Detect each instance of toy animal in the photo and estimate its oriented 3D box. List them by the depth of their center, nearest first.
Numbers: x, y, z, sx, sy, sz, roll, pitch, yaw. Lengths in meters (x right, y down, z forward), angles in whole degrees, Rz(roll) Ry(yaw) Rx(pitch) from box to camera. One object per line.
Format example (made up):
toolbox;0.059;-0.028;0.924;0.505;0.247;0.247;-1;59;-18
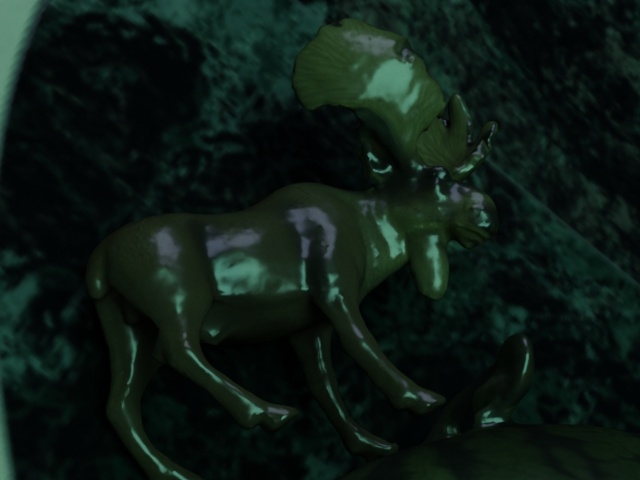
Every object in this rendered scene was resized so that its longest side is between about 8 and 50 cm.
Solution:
toy animal;0.000;0.000;0.759;0.214;0.094;0.186;-6;63;-24

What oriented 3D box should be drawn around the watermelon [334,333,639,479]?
watermelon;0.076;0.217;0.589;0.278;0.279;0.359;1;66;-30
